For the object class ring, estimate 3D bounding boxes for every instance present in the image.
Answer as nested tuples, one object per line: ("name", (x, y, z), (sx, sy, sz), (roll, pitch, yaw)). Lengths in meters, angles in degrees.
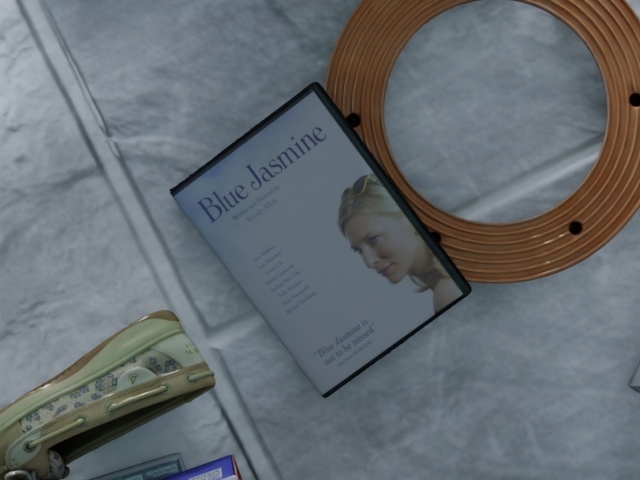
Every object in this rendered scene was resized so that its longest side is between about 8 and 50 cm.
("ring", (0.169, -0.125, 1.857), (0.337, 0.032, 0.336), (0, 88, -2))

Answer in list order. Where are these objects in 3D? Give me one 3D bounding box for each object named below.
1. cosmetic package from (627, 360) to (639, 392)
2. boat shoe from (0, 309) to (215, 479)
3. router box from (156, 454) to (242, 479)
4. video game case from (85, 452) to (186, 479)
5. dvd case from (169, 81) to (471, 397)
("cosmetic package", (0.505, 0.139, 1.807), (0.366, 0.155, 0.197), (26, 85, -1))
("boat shoe", (-0.234, 0.178, 1.788), (0.285, 0.104, 0.089), (-37, 77, -4))
("router box", (-0.189, 0.399, 1.779), (0.335, 0.082, 0.301), (-20, 99, -2))
("video game case", (-0.205, 0.320, 1.833), (0.201, 0.023, 0.183), (-17, 90, -3))
("dvd case", (0.000, 0.000, 1.831), (0.180, 0.022, 0.253), (-37, 91, 11))
